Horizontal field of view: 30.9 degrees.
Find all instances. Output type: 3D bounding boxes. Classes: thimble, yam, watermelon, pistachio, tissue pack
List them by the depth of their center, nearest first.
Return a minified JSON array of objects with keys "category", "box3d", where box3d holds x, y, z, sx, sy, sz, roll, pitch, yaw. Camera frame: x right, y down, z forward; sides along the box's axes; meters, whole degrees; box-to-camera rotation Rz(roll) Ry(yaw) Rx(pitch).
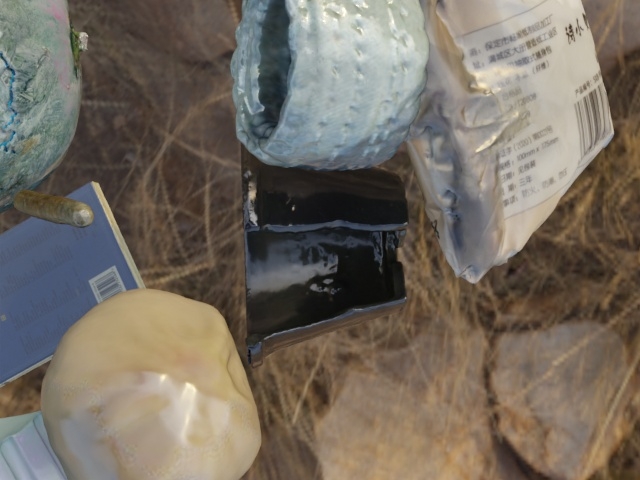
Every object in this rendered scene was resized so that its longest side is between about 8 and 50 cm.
[{"category":"yam","box3d":[-0.199,-0.024,0.861,0.116,0.021,0.021,13,135,52]},{"category":"pistachio","box3d":[-0.170,0.157,1.123,0.207,0.332,0.226,29,90,-21]},{"category":"watermelon","box3d":[-0.308,-0.169,1.168,0.175,0.188,0.322,-17,117,-20]},{"category":"thimble","box3d":[0.003,-0.198,1.237,0.171,0.205,0.250,1,111,-27]},{"category":"tissue pack","box3d":[0.231,-0.189,1.497,0.195,0.375,0.390,-1,114,36]}]

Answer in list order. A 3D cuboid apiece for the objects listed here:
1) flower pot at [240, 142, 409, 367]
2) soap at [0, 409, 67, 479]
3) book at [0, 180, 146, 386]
[{"category":"flower pot","box3d":[0.000,0.000,1.798,0.251,0.379,0.379,-3,122,-3]},{"category":"soap","box3d":[-0.267,0.310,1.274,0.095,0.173,0.290,-7,115,45]},{"category":"book","box3d":[-0.383,0.064,1.601,0.269,0.025,0.191,-29,78,12]}]
